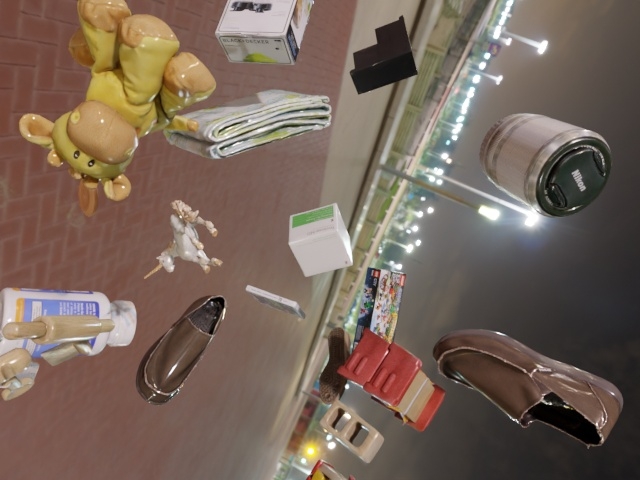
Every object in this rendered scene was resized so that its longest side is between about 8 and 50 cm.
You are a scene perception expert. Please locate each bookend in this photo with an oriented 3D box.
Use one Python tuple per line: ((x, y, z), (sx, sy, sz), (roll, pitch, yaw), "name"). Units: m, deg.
((0.153, -0.470, 1.141), (0.072, 0.157, 0.156), (54, 27, -51), "bookend")

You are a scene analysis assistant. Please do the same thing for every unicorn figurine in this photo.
((-0.208, 0.007, 0.695), (0.060, 0.111, 0.162), (-26, 137, -53), "unicorn figurine")

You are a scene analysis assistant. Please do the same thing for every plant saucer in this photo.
((-0.467, -0.090, 0.900), (0.013, 0.083, 0.084), (-5, 124, -46), "plant saucer")

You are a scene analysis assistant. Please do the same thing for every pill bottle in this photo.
((-0.580, 0.191, 1.034), (0.272, 0.152, 0.152), (11, 107, -42), "pill bottle")

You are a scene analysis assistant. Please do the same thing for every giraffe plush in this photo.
((-0.251, -0.153, 0.541), (0.171, 0.181, 0.210), (-62, -173, -25), "giraffe plush")

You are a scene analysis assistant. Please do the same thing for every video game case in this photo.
((-0.144, 0.208, 1.494), (0.190, 0.173, 0.022), (70, 39, -67), "video game case")

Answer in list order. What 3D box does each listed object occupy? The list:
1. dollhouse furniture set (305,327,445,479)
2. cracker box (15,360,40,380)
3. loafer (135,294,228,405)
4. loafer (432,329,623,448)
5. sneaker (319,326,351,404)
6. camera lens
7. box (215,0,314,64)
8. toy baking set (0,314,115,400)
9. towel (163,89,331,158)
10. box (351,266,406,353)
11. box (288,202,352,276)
((0.086, 0.401, 0.944), (0.374, 0.152, 0.201), (-52, 135, -16), "dollhouse furniture set")
((-0.813, 0.298, 1.082), (0.232, 0.155, 0.067), (106, -7, -65), "cracker box")
((-0.226, 0.166, 0.751), (0.078, 0.080, 0.220), (-43, -164, 42), "loafer")
((0.401, 0.291, 0.903), (0.130, 0.365, 0.134), (-48, 144, -47), "loafer")
((0.047, 0.298, 1.046), (0.071, 0.066, 0.188), (57, 34, -40), "sneaker")
((0.570, -0.200, 1.160), (0.274, 0.219, 0.219), (-116, -137, -60), "camera lens")
((-0.112, -0.546, 1.028), (0.087, 0.169, 0.290), (64, 36, -65), "box")
((-0.338, 0.144, 0.470), (0.196, 0.030, 0.256), (-39, 169, -5), "toy baking set")
((-0.189, -0.299, 1.111), (0.320, 0.374, 0.090), (-22, 116, -26), "towel")
((0.163, 0.195, 1.229), (0.159, 0.044, 0.233), (12, 88, -54), "box")
((0.000, 0.000, 0.879), (0.087, 0.101, 0.102), (-92, 163, -47), "box")
